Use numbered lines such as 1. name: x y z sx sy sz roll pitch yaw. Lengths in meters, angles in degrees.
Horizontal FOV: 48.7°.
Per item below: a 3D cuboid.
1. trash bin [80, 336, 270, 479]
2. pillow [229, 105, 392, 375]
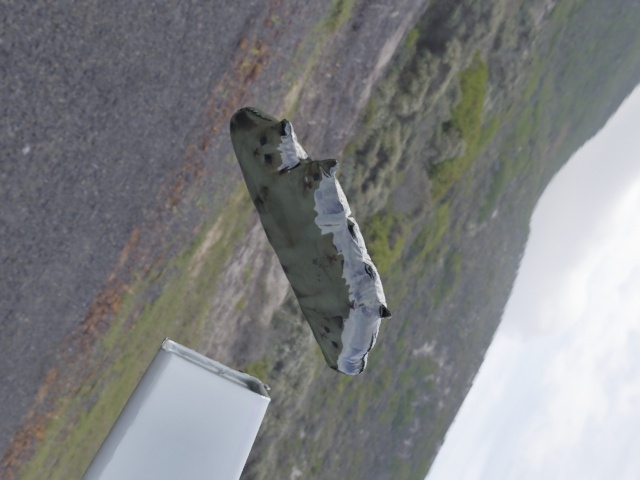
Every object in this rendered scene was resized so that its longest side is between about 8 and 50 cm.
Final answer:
1. trash bin: -0.253 0.337 1.033 0.367 0.296 0.256 -64 -175 -6
2. pillow: 0.001 0.001 0.564 0.093 0.241 0.051 -11 -166 47
